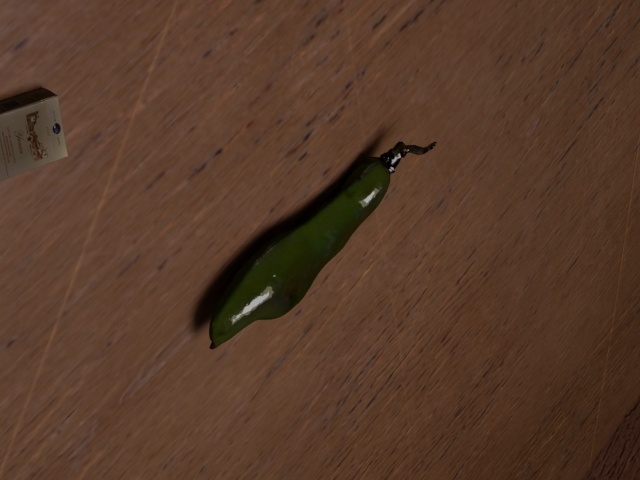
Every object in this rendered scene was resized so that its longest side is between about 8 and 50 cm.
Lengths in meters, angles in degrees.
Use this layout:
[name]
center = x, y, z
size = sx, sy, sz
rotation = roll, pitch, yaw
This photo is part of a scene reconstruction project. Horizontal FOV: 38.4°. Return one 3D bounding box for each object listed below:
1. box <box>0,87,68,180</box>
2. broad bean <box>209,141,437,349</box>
[box]
center = -0.233, -0.076, 0.685
size = 0.083, 0.024, 0.053
rotation = -28, 133, -38
[broad bean]
center = -0.006, -0.003, 0.973
size = 0.325, 0.067, 0.075
rotation = -47, 171, -22
